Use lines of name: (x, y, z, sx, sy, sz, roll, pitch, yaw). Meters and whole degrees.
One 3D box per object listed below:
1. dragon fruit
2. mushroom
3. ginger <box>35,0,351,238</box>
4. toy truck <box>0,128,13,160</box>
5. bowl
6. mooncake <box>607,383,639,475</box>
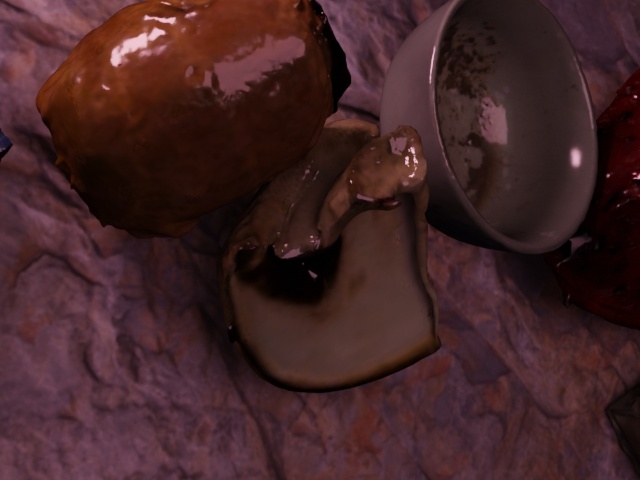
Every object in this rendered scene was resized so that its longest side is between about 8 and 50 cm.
dragon fruit: (0.402, -0.020, 1.620, 0.286, 0.228, 0.329, -39, 129, 8)
mushroom: (-0.007, 0.005, 1.337, 0.217, 0.292, 0.212, -18, 60, -8)
ginger: (-0.131, -0.120, 1.246, 0.200, 0.269, 0.223, 53, 54, -25)
toy truck: (-0.381, -0.054, 1.225, 0.202, 0.074, 0.088, -37, 95, -24)
bowl: (0.157, -0.117, 1.445, 0.289, 0.146, 0.289, 12, 73, -44)
mooncake: (0.422, 0.220, 1.620, 0.125, 0.073, 0.130, -32, 103, -27)
